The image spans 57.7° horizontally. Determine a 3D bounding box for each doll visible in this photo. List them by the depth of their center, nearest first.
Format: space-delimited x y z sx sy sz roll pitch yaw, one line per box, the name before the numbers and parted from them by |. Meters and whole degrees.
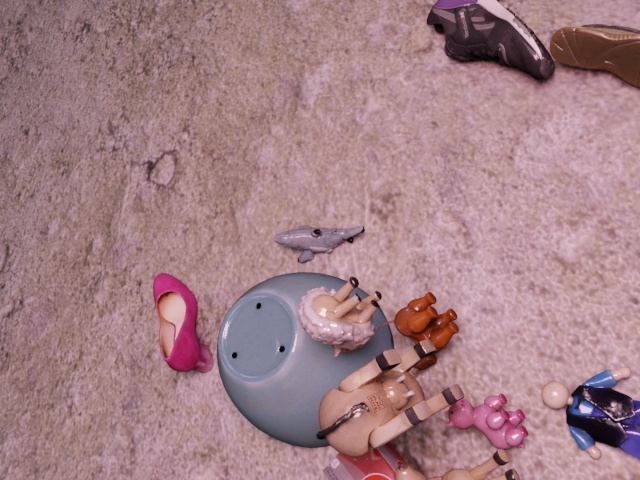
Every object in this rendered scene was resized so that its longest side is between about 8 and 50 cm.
doll | 0.388 0.229 0.764 0.189 0.046 0.129 14 86 37

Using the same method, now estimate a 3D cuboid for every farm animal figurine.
farm animal figurine | 0.116 0.235 0.770 0.172 0.326 0.330 -43 49 27

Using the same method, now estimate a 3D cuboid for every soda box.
soda box | 0.123 0.395 0.809 0.092 0.083 0.263 -46 58 5

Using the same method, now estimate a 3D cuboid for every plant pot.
plant pot | -0.052 0.171 0.923 0.290 0.195 0.290 -10 65 24

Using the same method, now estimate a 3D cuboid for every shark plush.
shark plush | 0.000 0.000 1.042 0.161 0.067 0.073 4 72 28

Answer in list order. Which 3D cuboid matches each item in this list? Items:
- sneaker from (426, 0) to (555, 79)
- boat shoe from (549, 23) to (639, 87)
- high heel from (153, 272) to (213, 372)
sneaker | 0.295 -0.352 1.034 0.124 0.107 0.283 -44 52 22
boat shoe | 0.482 -0.300 0.916 0.223 0.080 0.073 24 47 25
high heel | -0.289 0.145 1.100 0.082 0.117 0.244 -35 59 11
